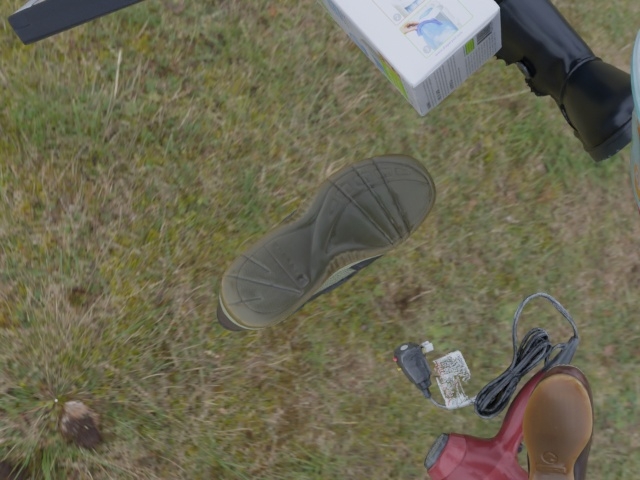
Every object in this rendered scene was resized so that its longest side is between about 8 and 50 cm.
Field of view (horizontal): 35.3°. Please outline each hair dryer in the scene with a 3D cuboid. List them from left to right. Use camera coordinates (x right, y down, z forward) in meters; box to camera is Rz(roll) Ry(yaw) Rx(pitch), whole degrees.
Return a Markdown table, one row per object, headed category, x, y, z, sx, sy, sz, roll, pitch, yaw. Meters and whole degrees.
| category | x | y | z | sx | sy | sz | roll | pitch | yaw |
| --- | --- | --- | --- | --- | --- | --- | --- | --- | --- |
| hair dryer | 0.227 | 0.228 | 1.196 | 0.223 | 0.080 | 0.294 | -19 | 93 | 10 |

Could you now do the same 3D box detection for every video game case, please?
| category | x | y | z | sx | sy | sz | roll | pitch | yaw |
| --- | --- | --- | --- | --- | --- | --- | --- | --- | --- |
| video game case | -0.135 | -0.291 | 0.958 | 0.035 | 0.274 | 0.248 | 59 | 44 | -26 |

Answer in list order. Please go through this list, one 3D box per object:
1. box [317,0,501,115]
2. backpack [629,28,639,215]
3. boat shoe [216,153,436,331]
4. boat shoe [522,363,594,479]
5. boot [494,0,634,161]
| category | x | y | z | sx | sy | sz | roll | pitch | yaw |
| --- | --- | --- | --- | --- | --- | --- | --- | --- | --- |
| box | 0.063 | -0.233 | 0.935 | 0.103 | 0.114 | 0.203 | -41 | 78 | 4 |
| backpack | 0.307 | -0.075 | 0.574 | 0.253 | 0.191 | 0.225 | -8 | 49 | 16 |
| boat shoe | 0.000 | 0.001 | 0.833 | 0.223 | 0.073 | 0.080 | -36 | 92 | -28 |
| boat shoe | 0.259 | 0.214 | 1.095 | 0.073 | 0.207 | 0.073 | 11 | 33 | 19 |
| boot | 0.261 | -0.192 | 1.091 | 0.094 | 0.246 | 0.207 | -43 | 93 | 9 |
